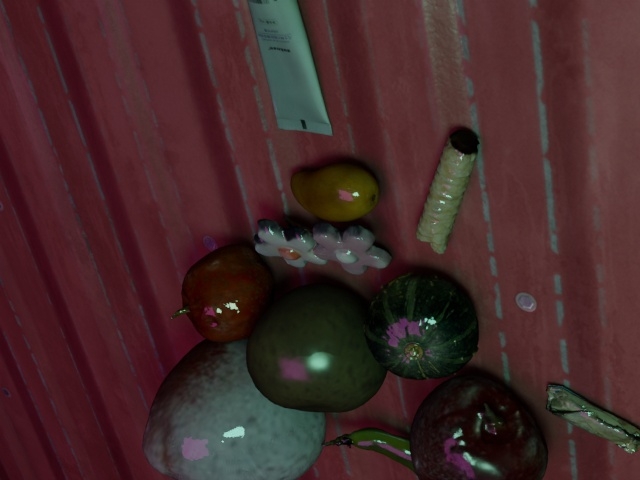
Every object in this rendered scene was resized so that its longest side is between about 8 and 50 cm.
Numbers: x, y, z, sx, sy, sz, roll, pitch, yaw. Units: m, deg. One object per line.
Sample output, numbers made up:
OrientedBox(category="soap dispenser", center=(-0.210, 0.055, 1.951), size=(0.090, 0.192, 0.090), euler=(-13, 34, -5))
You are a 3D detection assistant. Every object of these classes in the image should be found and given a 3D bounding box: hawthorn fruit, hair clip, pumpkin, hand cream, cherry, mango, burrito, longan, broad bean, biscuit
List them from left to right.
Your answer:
OrientedBox(category="hawthorn fruit", center=(-0.186, 0.104, 1.809), size=(0.179, 0.201, 0.179), euler=(163, 90, -75))
OrientedBox(category="cherry", center=(-0.153, 0.343, 1.872), size=(0.326, 0.335, 0.291), euler=(37, 136, 6))
OrientedBox(category="hand cream", center=(-0.061, -0.305, 1.523), size=(0.109, 0.067, 0.320), euler=(11, 131, 32))
OrientedBox(category="longan", center=(-0.009, 0.195, 1.716), size=(0.246, 0.215, 0.245), euler=(-4, 78, 20))
OrientedBox(category="hair clip", center=(-0.003, 0.006, 1.686), size=(0.257, 0.075, 0.146), euler=(11, 149, 34))
OrientedBox(category="mango", center=(0.018, -0.078, 1.602), size=(0.184, 0.085, 0.102), euler=(1, 122, 45))
OrientedBox(category="broad bean", center=(0.169, 0.409, 1.835), size=(0.325, 0.075, 0.067), euler=(19, 176, 12))
OrientedBox(category="pumpkin", center=(0.164, 0.142, 1.597), size=(0.191, 0.146, 0.190), euler=(0, 114, 0))
OrientedBox(category="biscuit", center=(0.193, -0.070, 1.483), size=(0.061, 0.055, 0.219), euler=(47, 144, 30))
OrientedBox(category="cherry", center=(0.259, 0.353, 1.645), size=(0.230, 0.203, 0.300), euler=(35, 150, 11))
OrientedBox(category="burrito", center=(0.438, 0.288, 1.565), size=(0.171, 0.042, 0.051), euler=(24, 136, 20))
